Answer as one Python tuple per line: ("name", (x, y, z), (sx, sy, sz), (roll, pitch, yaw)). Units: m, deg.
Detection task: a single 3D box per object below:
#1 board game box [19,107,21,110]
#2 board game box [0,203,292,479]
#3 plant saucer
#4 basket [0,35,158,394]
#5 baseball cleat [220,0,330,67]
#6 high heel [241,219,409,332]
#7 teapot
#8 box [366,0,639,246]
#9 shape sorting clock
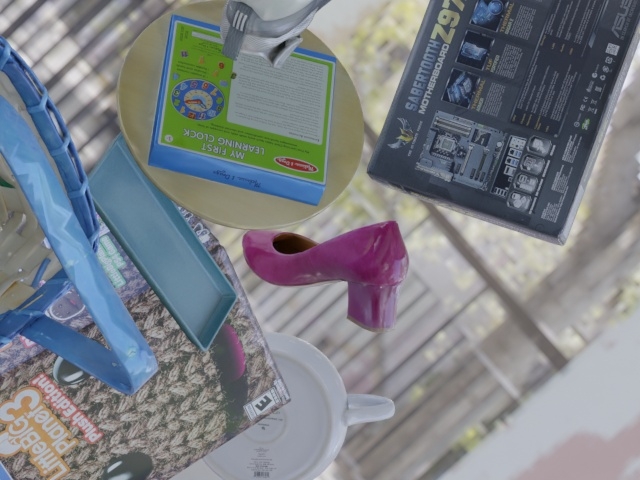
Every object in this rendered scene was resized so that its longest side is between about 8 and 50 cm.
("board game box", (-0.290, -0.022, 2.006), (0.136, 0.030, 0.260), (-126, -163, -53))
("board game box", (-0.208, 0.115, 1.617), (0.141, 0.291, 0.232), (48, -14, 44))
("plant saucer", (-0.131, 0.003, 1.427), (0.018, 0.067, 0.192), (-3, -47, 36))
("basket", (-0.249, -0.026, 1.210), (0.289, 0.201, 0.255), (26, -33, 43))
("baseball cleat", (-0.008, -0.179, 1.133), (0.072, 0.109, 0.206), (38, 41, 10))
("high heel", (0.000, 0.000, 1.791), (0.082, 0.117, 0.244), (-9, 24, -32))
("teapot", (-0.064, 0.245, 2.596), (0.256, 0.252, 0.187), (46, 11, 3))
("box", (0.165, -0.133, 1.537), (0.183, 0.233, 0.059), (19, -4, 15))
("shape sorting clock", (-0.063, -0.102, 1.410), (0.206, 0.206, 0.040), (48, -34, 9))
